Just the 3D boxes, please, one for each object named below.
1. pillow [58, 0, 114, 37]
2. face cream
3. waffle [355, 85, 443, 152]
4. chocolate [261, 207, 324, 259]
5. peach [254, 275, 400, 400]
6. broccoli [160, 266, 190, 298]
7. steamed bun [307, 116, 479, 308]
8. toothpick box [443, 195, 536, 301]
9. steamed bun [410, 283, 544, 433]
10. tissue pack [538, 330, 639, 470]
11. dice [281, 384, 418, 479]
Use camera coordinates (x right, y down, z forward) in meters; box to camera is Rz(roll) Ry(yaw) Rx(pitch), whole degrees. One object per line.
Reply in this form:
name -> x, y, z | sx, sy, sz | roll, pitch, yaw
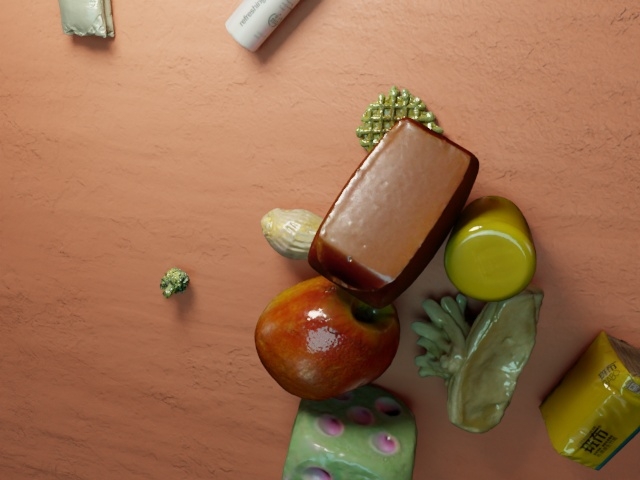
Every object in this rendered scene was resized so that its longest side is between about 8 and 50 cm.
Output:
pillow -> -0.569, -0.587, 1.193 | 0.134, 0.078, 0.182 | 8, 110, 11
face cream -> -0.076, -0.554, 1.076 | 0.311, 0.092, 0.092 | -39, 97, 22
waffle -> 0.181, -0.254, 1.151 | 0.183, 0.036, 0.169 | 40, 112, -3
chocolate -> 0.000, 0.000, 1.241 | 0.309, 0.134, 0.134 | 15, 113, 5
peach -> 0.013, 0.241, 1.240 | 0.372, 0.372, 0.290 | -33, 68, 22
broccoli -> -0.421, 0.122, 1.412 | 0.097, 0.092, 0.095 | 25, 140, 16
steamed bun -> 0.156, -0.051, 1.060 | 0.235, 0.248, 0.379 | 33, 87, 16
toothpick box -> 0.367, 0.001, 1.076 | 0.174, 0.271, 0.175 | 7, 113, 17
steamed bun -> 0.365, 0.274, 1.244 | 0.247, 0.189, 0.428 | -1, 114, -17
tissue pack -> 0.662, 0.377, 1.181 | 0.134, 0.192, 0.271 | 27, 113, 2
dice -> 0.070, 0.592, 1.337 | 0.330, 0.318, 0.322 | 13, 111, 8
